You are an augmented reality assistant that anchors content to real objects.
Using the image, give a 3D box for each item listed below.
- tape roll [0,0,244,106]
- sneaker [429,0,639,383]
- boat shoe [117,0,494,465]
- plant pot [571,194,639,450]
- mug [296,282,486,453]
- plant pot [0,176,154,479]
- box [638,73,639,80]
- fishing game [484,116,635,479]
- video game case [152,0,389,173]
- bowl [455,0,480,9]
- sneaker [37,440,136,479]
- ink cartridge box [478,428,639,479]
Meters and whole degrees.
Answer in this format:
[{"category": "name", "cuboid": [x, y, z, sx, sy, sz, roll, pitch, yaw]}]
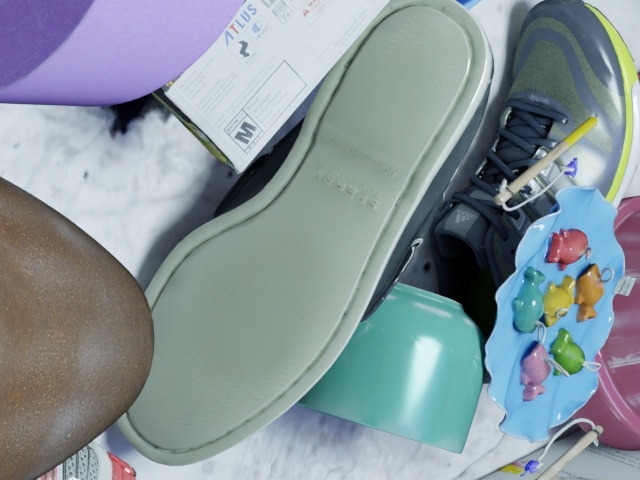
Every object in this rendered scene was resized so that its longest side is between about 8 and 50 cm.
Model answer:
[{"category": "tape roll", "cuboid": [-0.137, -0.201, 0.933, 0.090, 0.275, 0.274, -2, 104, -46]}, {"category": "sneaker", "cuboid": [0.148, -0.029, 1.429, 0.121, 0.111, 0.300, 1, 100, -44]}, {"category": "boat shoe", "cuboid": [-0.003, -0.003, 1.249, 0.340, 0.127, 0.113, -59, 166, 6]}, {"category": "plant pot", "cuboid": [0.296, 0.058, 1.517, 0.201, 0.180, 0.201, 8, 78, -41]}, {"category": "mug", "cuboid": [0.039, 0.076, 1.324, 0.158, 0.129, 0.097, 23, 82, -48]}, {"category": "plant pot", "cuboid": [-0.193, 0.052, 1.033, 0.230, 0.215, 0.215, 8, 97, -62]}, {"category": "box", "cuboid": [0.364, -0.056, 1.635, 0.122, 0.128, 0.257, -48, 133, -25]}, {"category": "fishing game", "cuboid": [0.173, 0.053, 1.370, 0.189, 0.041, 0.264, -32, 127, -48]}, {"category": "video game case", "cuboid": [-0.037, -0.186, 1.104, 0.232, 0.042, 0.210, -50, 131, -5]}, {"category": "bowl", "cuboid": [0.031, -0.322, 1.225, 0.391, 0.077, 0.391, -18, 116, -43]}, {"category": "sneaker", "cuboid": [-0.206, 0.203, 1.152, 0.093, 0.088, 0.225, 41, 71, -25]}, {"category": "ink cartridge box", "cuboid": [0.229, 0.283, 1.548, 0.270, 0.198, 0.197, -18, 116, -42]}]
